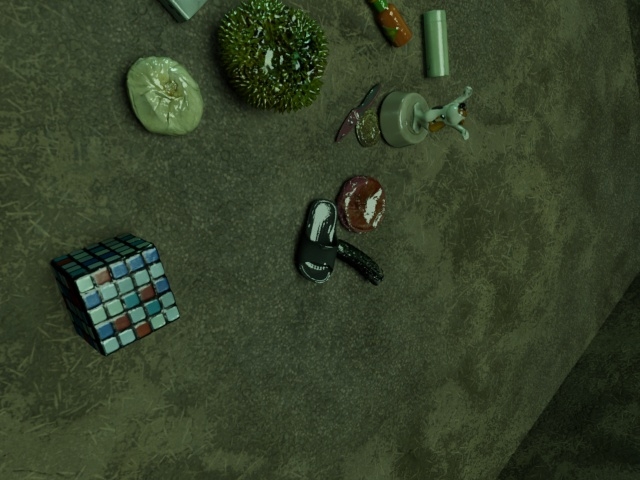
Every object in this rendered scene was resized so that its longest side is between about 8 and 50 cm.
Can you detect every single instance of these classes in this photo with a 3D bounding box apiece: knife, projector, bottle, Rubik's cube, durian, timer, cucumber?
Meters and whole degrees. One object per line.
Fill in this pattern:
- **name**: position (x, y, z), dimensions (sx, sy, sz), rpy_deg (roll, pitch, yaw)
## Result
- **knife**: position (0.113, -0.382, 1.613), dimensions (0.035, 0.018, 0.247), rpy_deg (43, 68, -20)
- **projector**: position (-0.304, -0.583, 1.220), dimensions (0.115, 0.061, 0.147), rpy_deg (46, 69, -36)
- **bottle**: position (0.373, -0.630, 1.749), dimensions (0.072, 0.072, 0.202), rpy_deg (-18, 108, -35)
- **bottle**: position (0.199, -0.664, 1.609), dimensions (0.187, 0.069, 0.069), rpy_deg (46, 70, -33)
- **Rubik's cube**: position (-0.435, 0.107, 1.154), dimensions (0.184, 0.187, 0.182), rpy_deg (-24, 112, -32)
- **durian**: position (-0.105, -0.441, 1.315), dimensions (0.290, 0.224, 0.291), rpy_deg (1, 83, -5)
- **timer**: position (0.330, -0.369, 1.627), dimensions (0.175, 0.266, 0.175), rpy_deg (-7, 101, -42)
- **cucumber**: position (0.104, 0.054, 1.656), dimensions (0.245, 0.067, 0.067), rpy_deg (38, 74, -36)

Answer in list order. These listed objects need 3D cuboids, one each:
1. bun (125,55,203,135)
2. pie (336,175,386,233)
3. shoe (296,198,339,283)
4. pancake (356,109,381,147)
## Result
- **bun**: position (-0.340, -0.318, 1.205), dimensions (0.164, 0.111, 0.188), rpy_deg (-36, 121, -26)
- **pie**: position (0.126, -0.109, 1.654), dimensions (0.182, 0.049, 0.183), rpy_deg (-8, 104, -33)
- **shoe**: position (0.000, 0.000, 1.526), dimensions (0.108, 0.093, 0.241), rpy_deg (9, 87, -14)
- **pancake**: position (0.148, -0.339, 1.656), dimensions (0.114, 0.011, 0.115), rpy_deg (-8, 102, -38)
